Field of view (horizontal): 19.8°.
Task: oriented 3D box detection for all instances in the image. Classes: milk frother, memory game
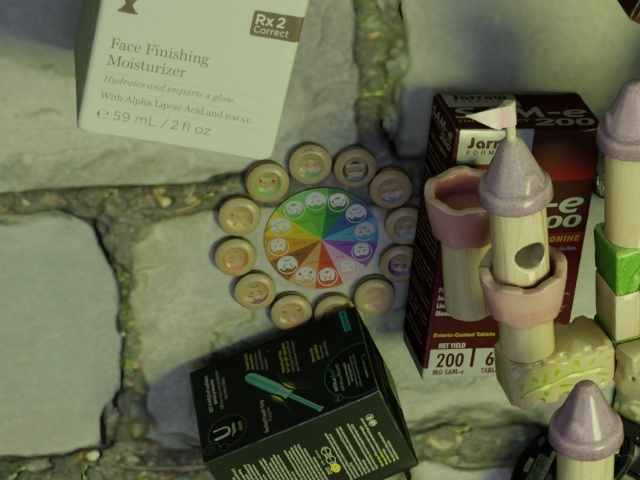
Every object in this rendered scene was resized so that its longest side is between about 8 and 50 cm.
[{"bbox_3d":[0.265,0.232,1.653,0.135,0.143,0.129,28,104,-18],"label":"milk frother"},{"bbox_3d":[0.000,0.000,1.570,0.186,0.012,0.186,-3,119,-6],"label":"memory game"}]

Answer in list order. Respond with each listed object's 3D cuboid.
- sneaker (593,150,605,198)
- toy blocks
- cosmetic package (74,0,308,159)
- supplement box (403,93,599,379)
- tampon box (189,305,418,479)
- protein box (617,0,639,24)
[{"bbox_3d":[0.269,-0.087,1.529,0.052,0.058,0.135,24,114,-18],"label":"sneaker"},{"bbox_3d":[0.252,-0.006,1.346,0.288,0.309,0.260,-13,128,-10],"label":"toy blocks"},{"bbox_3d":[-0.096,-0.182,1.379,0.151,0.151,0.183,8,117,-12],"label":"cosmetic package"},{"bbox_3d":[0.151,-0.002,1.547,0.130,0.073,0.239,-2,118,-13],"label":"supplement box"},{"bbox_3d":[-0.016,0.154,1.583,0.161,0.120,0.101,-23,127,6],"label":"tampon box"},{"bbox_3d":[0.323,-0.221,1.380,0.200,0.201,0.136,22,114,-17],"label":"protein box"}]
